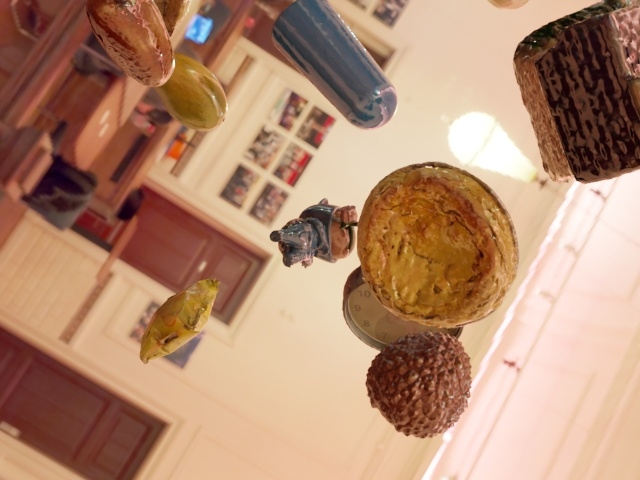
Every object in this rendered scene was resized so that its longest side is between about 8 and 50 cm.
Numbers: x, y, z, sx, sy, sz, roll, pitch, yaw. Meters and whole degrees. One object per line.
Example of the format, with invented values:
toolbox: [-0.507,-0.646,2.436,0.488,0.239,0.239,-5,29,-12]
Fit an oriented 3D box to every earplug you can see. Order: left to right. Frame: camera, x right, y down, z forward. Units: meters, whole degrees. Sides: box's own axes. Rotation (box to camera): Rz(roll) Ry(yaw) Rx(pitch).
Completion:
earplug: [0.039,-0.317,1.691,0.132,0.273,0.132,-34,162,-13]

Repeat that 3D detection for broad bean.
broad bean: [-0.241,-0.263,1.172,0.084,0.114,0.165,-31,161,-7]

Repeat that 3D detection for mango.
mango: [-0.258,-0.292,1.786,0.122,0.191,0.085,-9,-133,31]

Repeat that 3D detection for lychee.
lychee: [0.170,0.232,1.529,0.188,0.188,0.188,-57,-174,9]

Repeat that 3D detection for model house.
model house: [0.421,-0.196,1.123,0.299,0.243,0.284,-19,-173,5]

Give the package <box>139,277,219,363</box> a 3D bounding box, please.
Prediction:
package: [-0.322,0.179,2.069,0.226,0.090,0.168,-33,-156,31]

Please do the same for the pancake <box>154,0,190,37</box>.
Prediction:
pancake: [-0.349,-0.573,1.919,0.356,0.065,0.356,2,-87,57]

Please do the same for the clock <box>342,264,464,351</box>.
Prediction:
clock: [0.183,0.151,2.001,0.280,0.281,0.055,-52,-165,43]

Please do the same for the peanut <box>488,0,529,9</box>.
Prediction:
peanut: [0.250,-0.430,1.236,0.111,0.125,0.274,-43,154,-16]

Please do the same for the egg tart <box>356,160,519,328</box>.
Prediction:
egg tart: [0.160,0.005,1.231,0.234,0.234,0.094,-54,167,32]

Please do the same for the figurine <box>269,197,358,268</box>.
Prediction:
figurine: [0.002,-0.004,1.536,0.145,0.114,0.178,-3,-168,38]
